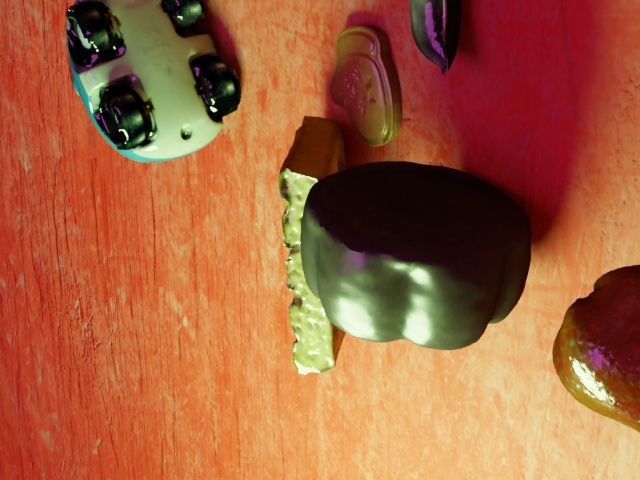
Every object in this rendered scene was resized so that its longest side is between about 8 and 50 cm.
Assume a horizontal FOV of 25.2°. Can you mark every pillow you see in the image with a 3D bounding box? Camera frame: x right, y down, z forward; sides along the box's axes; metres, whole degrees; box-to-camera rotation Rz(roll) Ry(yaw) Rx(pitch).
[{"bbox_3d":[0.116,-0.245,1.471,0.091,0.055,0.135,30,128,48],"label":"pillow"}]

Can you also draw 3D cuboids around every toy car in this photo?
[{"bbox_3d":[-0.234,-0.220,1.883,0.255,0.188,0.190,65,155,4],"label":"toy car"}]

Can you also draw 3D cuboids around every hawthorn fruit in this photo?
[{"bbox_3d":[0.312,0.118,1.289,0.203,0.163,0.162,43,139,21],"label":"hawthorn fruit"}]

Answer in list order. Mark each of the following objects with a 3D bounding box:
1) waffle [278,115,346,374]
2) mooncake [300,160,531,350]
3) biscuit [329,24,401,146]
[{"bbox_3d":[0.000,0.000,1.654,0.221,0.055,0.248,-70,-23,-67],"label":"waffle"},{"bbox_3d":[0.095,0.010,1.462,0.245,0.245,0.133,37,134,41],"label":"mooncake"},{"bbox_3d":[0.047,-0.175,1.640,0.118,0.023,0.140,-5,102,56],"label":"biscuit"}]
